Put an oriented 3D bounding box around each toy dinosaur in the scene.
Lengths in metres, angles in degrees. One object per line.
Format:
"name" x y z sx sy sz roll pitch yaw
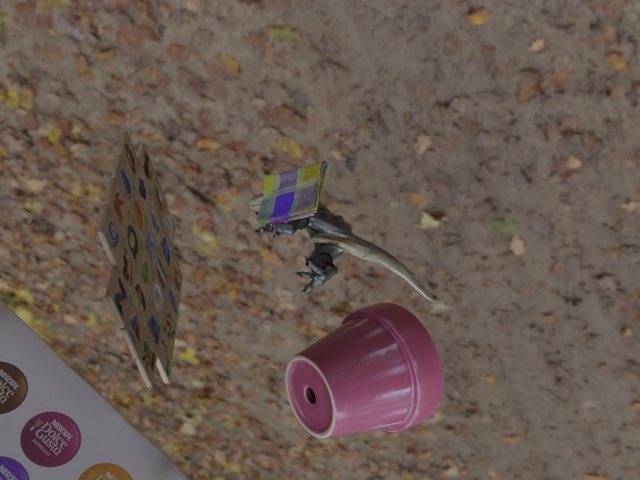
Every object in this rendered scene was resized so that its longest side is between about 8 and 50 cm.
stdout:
"toy dinosaur" 0.000 0.000 0.948 0.268 0.118 0.064 35 120 30

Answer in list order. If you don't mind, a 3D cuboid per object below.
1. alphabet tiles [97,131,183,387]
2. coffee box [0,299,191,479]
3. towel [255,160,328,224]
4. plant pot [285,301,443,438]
"alphabet tiles" -0.249 0.024 1.217 0.011 0.342 0.285 -10 129 5
"coffee box" -0.372 0.288 0.799 0.338 0.334 0.338 42 140 6
"towel" -0.029 -0.047 0.843 0.083 0.060 0.009 -9 149 39
"plant pot" 0.055 0.211 1.303 0.201 0.180 0.201 25 122 48
